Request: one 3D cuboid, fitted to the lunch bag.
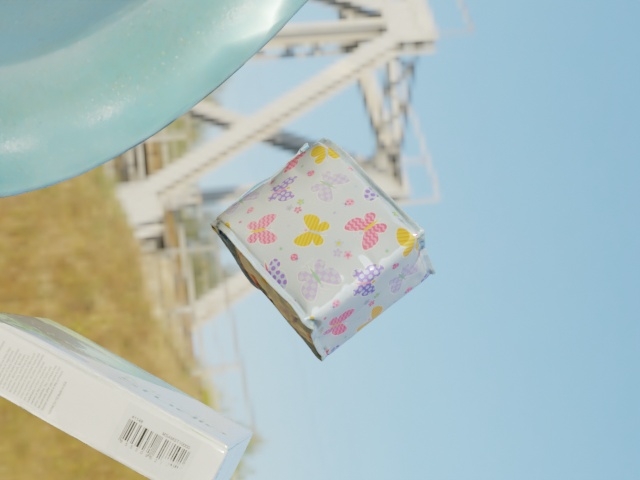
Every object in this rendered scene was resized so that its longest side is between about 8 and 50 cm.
[{"bbox_3d":[0.000,0.000,0.730,0.083,0.071,0.053,46,-11,28],"label":"lunch bag"}]

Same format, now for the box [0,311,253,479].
[{"bbox_3d":[-0.177,0.137,1.377,0.058,0.232,0.322,-61,177,-5],"label":"box"}]

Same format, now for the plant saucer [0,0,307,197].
[{"bbox_3d":[-0.035,-0.151,0.458,0.044,0.317,0.317,39,-30,17],"label":"plant saucer"}]
